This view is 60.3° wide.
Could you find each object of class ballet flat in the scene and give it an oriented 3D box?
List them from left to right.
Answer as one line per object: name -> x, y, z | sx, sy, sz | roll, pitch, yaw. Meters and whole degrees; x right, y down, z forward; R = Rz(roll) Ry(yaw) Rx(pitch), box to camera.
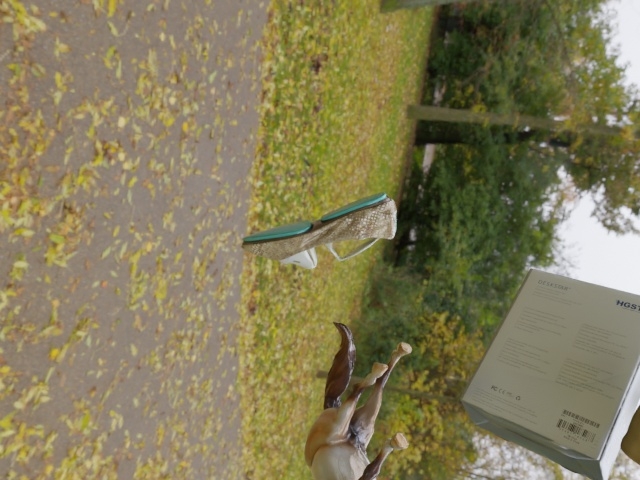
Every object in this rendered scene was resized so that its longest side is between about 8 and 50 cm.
ballet flat -> 0.000, 0.000, 0.702 | 0.073, 0.206, 0.067 | -58, 130, -71

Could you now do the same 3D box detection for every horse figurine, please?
horse figurine -> 0.029, 0.198, 0.502 | 0.174, 0.066, 0.263 | -57, -161, 27

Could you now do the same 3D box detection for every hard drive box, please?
hard drive box -> 0.328, 0.169, 0.741 | 0.232, 0.181, 0.089 | -53, 134, -21

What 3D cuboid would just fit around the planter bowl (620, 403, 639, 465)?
planter bowl -> 0.396, 0.183, 0.538 | 0.162, 0.162, 0.109 | 3, 102, -79
